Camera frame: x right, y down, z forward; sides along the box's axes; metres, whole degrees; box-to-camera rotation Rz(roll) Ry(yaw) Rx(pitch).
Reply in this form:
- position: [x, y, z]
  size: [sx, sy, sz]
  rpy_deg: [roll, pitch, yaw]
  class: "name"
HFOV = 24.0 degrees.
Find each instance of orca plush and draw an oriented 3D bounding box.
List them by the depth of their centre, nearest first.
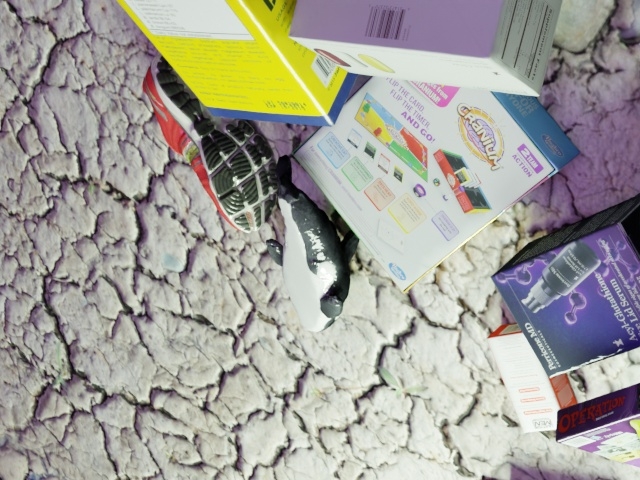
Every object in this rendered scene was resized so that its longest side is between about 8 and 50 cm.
- position: [0.000, 0.000, 2.048]
  size: [0.151, 0.102, 0.287]
  rpy_deg: [28, 145, 49]
  class: "orca plush"

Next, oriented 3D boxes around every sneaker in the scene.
- position: [-0.157, -0.136, 2.110]
  size: [0.279, 0.107, 0.118]
  rpy_deg: [62, 151, -2]
  class: "sneaker"

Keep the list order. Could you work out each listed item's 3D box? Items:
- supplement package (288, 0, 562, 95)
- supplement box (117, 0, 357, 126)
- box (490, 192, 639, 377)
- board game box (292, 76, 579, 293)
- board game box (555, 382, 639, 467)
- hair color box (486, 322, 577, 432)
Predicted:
- position: [0.128, -0.290, 1.699]
  size: [0.262, 0.145, 0.204]
  rpy_deg: [11, 85, 34]
  class: "supplement package"
- position: [-0.100, -0.318, 1.773]
  size: [0.194, 0.195, 0.356]
  rpy_deg: [9, 153, 34]
  class: "supplement box"
- position: [0.336, 0.055, 1.806]
  size: [0.207, 0.108, 0.153]
  rpy_deg: [-28, 95, 43]
  class: "box"
- position: [0.137, -0.110, 1.900]
  size: [0.242, 0.064, 0.316]
  rpy_deg: [52, 133, 3]
  class: "board game box"
- position: [0.458, 0.199, 1.711]
  size: [0.208, 0.056, 0.347]
  rpy_deg: [24, 150, -25]
  class: "board game box"
- position: [0.278, 0.177, 1.960]
  size: [0.072, 0.043, 0.141]
  rpy_deg: [-12, 104, 41]
  class: "hair color box"
